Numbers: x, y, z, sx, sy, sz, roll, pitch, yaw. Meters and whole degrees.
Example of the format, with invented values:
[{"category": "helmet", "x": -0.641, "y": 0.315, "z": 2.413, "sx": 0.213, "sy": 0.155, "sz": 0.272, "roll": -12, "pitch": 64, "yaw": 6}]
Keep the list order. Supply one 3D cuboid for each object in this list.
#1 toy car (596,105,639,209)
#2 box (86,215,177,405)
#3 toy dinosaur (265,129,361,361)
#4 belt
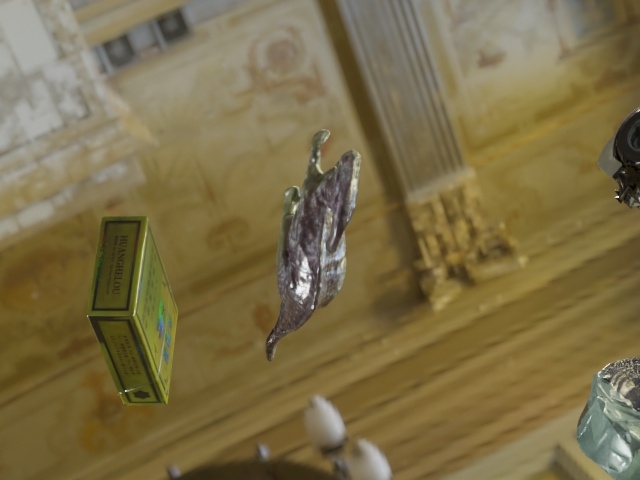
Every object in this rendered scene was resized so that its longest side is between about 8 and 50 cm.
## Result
[{"category": "toy car", "x": 0.440, "y": -0.141, "z": 1.673, "sx": 0.301, "sy": 0.193, "sz": 0.118, "roll": -52, "pitch": -137, "yaw": 5}, {"category": "box", "x": -0.223, "y": 0.089, "z": 1.874, "sx": 0.064, "sy": 0.220, "sz": 0.141, "roll": -2, "pitch": -123, "yaw": 7}, {"category": "toy dinosaur", "x": -0.007, "y": -0.002, "z": 1.632, "sx": 0.077, "sy": 0.294, "sz": 0.162, "roll": 6, "pitch": -136, "yaw": -1}, {"category": "belt", "x": 0.374, "y": 0.210, "z": 1.794, "sx": 0.151, "sy": 0.078, "sz": 0.198, "roll": 26, "pitch": -151, "yaw": 12}]
